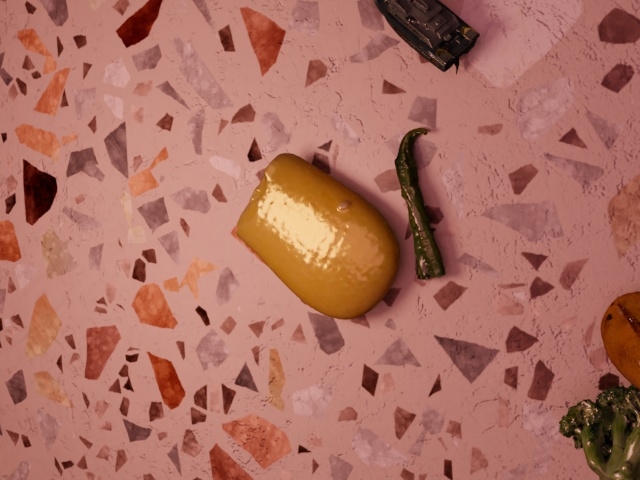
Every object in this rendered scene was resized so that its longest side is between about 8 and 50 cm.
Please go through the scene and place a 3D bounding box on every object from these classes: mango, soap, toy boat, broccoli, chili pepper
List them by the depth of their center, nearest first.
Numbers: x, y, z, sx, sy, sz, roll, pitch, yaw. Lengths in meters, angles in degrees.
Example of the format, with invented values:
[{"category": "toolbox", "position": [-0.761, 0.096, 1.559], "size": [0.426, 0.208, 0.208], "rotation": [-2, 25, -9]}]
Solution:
[{"category": "mango", "position": [0.643, 0.196, 1.267], "size": [0.177, 0.295, 0.120], "rotation": [-40, 107, 12]}, {"category": "broccoli", "position": [0.632, 0.411, 1.305], "size": [0.294, 0.245, 0.265], "rotation": [18, 132, 50]}, {"category": "toy boat", "position": [0.222, -0.513, 1.506], "size": [0.114, 0.122, 0.296], "rotation": [-41, 72, -4]}, {"category": "chili pepper", "position": [0.233, -0.086, 1.561], "size": [0.084, 0.076, 0.360], "rotation": [-8, 90, 51]}, {"category": "soap", "position": [0.001, 0.000, 1.650], "size": [0.427, 0.115, 0.306], "rotation": [42, 105, 17]}]
